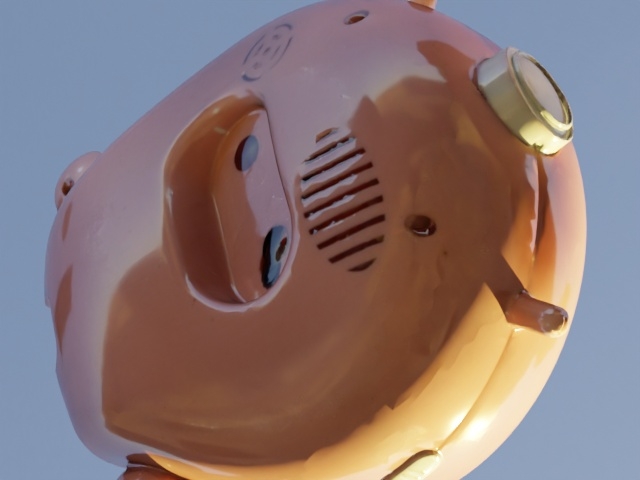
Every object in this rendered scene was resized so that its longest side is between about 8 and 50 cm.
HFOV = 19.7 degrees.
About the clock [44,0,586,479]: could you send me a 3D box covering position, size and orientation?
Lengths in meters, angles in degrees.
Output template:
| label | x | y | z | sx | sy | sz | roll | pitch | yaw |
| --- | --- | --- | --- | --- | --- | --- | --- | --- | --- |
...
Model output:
| label | x | y | z | sx | sy | sz | roll | pitch | yaw |
| --- | --- | --- | --- | --- | --- | --- | --- | --- | --- |
| clock | 0.000 | 0.000 | 0.782 | 0.241 | 0.227 | 0.142 | -37 | -40 | 30 |
